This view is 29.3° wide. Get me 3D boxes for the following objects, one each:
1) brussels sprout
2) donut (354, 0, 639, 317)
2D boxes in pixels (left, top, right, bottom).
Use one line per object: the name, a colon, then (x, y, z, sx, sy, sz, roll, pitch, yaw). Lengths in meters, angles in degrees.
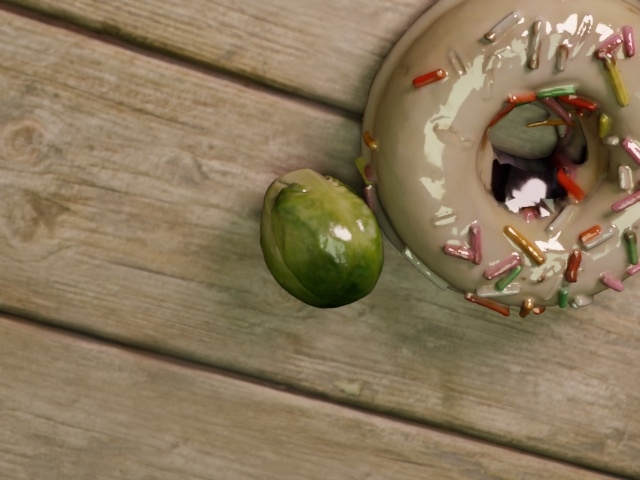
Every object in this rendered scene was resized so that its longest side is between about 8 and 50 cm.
brussels sprout: (0.003, 0.000, 1.310, 0.117, 0.155, 0.155, -16, 112, -29)
donut: (0.226, -0.092, 1.287, 0.382, 0.142, 0.383, -1, 109, -3)
